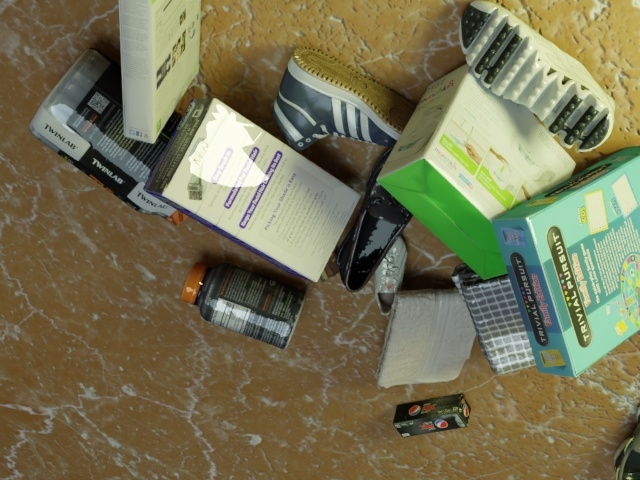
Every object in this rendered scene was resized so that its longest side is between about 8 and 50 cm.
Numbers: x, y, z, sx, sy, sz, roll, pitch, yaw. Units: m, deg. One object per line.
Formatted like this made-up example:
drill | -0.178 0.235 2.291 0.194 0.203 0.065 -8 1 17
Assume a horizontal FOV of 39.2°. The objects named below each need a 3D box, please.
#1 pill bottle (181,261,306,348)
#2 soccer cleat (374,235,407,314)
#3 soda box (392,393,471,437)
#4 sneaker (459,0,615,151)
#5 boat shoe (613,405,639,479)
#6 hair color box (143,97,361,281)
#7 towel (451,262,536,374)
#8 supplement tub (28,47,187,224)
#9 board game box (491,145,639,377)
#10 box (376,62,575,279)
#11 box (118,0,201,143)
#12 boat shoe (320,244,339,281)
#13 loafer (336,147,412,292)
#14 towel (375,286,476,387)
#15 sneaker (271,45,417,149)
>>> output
pill bottle | -0.163 0.126 1.875 0.245 0.130 0.130 21 134 -1
soccer cleat | 0.134 0.061 1.755 0.068 0.076 0.196 5 132 14
soda box | 0.251 0.396 2.030 0.169 0.060 0.053 -16 123 30
sneaker | 0.336 -0.262 1.387 0.292 0.118 0.110 44 132 4
boat shoe | 0.702 0.430 1.891 0.109 0.091 0.305 15 134 5
hair color box | -0.114 -0.084 1.571 0.339 0.185 0.110 32 171 -31
towel | 0.408 0.116 1.660 0.283 0.121 0.235 -17 125 16
supplement tub | -0.342 -0.179 1.616 0.316 0.193 0.193 38 131 -15
board game box | 0.440 0.022 1.403 0.079 0.336 0.254 -3 110 57
box | 0.258 -0.113 1.441 0.262 0.231 0.127 40 147 -19
box | -0.247 -0.347 1.407 0.058 0.232 0.322 14 133 4
boat shoe | 0.000 0.000 1.764 0.060 0.064 0.178 -23 127 -3
loafer | 0.115 -0.034 1.626 0.109 0.095 0.302 19 120 -10
towel | 0.219 0.201 1.829 0.187 0.049 0.282 -4 134 -12
sneaker | 0.049 -0.198 1.535 0.282 0.099 0.153 31 129 -3
